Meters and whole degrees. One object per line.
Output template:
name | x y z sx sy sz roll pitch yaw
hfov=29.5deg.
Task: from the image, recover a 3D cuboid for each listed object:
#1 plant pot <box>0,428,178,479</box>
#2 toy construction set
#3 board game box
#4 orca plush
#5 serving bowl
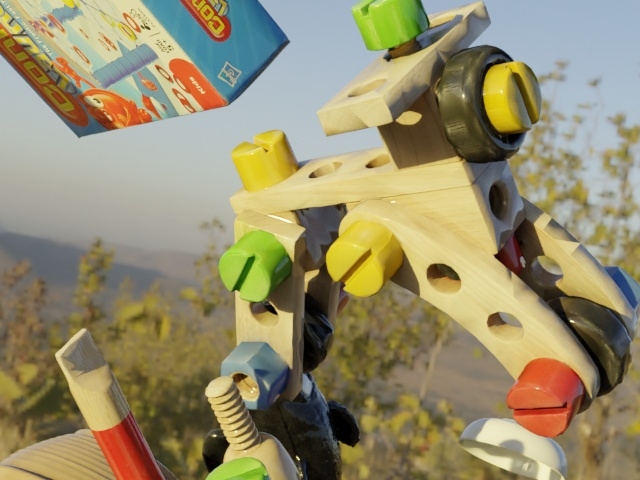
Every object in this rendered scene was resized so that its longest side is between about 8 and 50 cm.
plant pot | -0.204 0.251 1.124 0.237 0.110 0.237 22 -30 13
toy construction set | 0.000 0.000 0.655 0.309 0.237 0.257 -34 30 -21
board game box | -0.222 -0.237 1.035 0.308 0.086 0.302 49 -26 -23
orca plush | -0.040 0.244 1.152 0.151 0.287 0.102 7 19 -7
serving bowl | 0.145 0.151 0.895 0.083 0.027 0.083 21 -17 7
